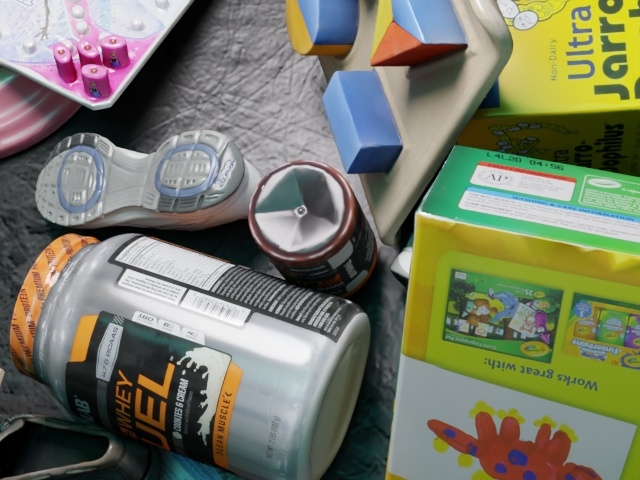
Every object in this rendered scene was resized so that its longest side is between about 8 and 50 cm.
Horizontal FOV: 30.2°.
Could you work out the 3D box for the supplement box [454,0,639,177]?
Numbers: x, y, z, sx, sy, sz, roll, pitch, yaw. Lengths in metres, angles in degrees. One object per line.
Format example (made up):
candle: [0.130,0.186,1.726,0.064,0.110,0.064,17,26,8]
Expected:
supplement box: [0.309,-0.182,1.183,0.356,0.195,0.194,-3,72,11]

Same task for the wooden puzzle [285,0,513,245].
wooden puzzle: [0.049,-0.209,1.147,0.080,0.348,0.322,-7,61,-19]

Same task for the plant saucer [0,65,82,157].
plant saucer: [-0.413,-0.259,1.411,0.332,0.084,0.332,-4,71,10]

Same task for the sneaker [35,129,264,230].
sneaker: [-0.185,-0.048,1.288,0.297,0.129,0.111,4,75,32]

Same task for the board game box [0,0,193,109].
board game box: [-0.308,-0.376,1.367,0.389,0.050,0.390,27,63,10]

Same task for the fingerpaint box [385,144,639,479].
fingerpaint box: [0.291,0.149,0.993,0.444,0.163,0.371,11,118,14]

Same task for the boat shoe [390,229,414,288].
boat shoe: [0.226,0.058,1.168,0.320,0.118,0.103,24,81,25]

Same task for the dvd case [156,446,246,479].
dvd case: [-0.139,0.242,1.225,0.180,0.022,0.253,42,82,19]

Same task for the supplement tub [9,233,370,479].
supplement tub: [-0.126,0.109,1.153,0.316,0.193,0.194,17,77,15]

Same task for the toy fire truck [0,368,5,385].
toy fire truck: [-0.440,0.115,1.273,0.246,0.158,0.217,10,74,2]

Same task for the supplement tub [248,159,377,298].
supplement tub: [0.000,0.000,1.184,0.106,0.198,0.106,-4,72,11]

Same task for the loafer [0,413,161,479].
loafer: [-0.294,0.213,1.213,0.267,0.084,0.096,-2,61,22]
